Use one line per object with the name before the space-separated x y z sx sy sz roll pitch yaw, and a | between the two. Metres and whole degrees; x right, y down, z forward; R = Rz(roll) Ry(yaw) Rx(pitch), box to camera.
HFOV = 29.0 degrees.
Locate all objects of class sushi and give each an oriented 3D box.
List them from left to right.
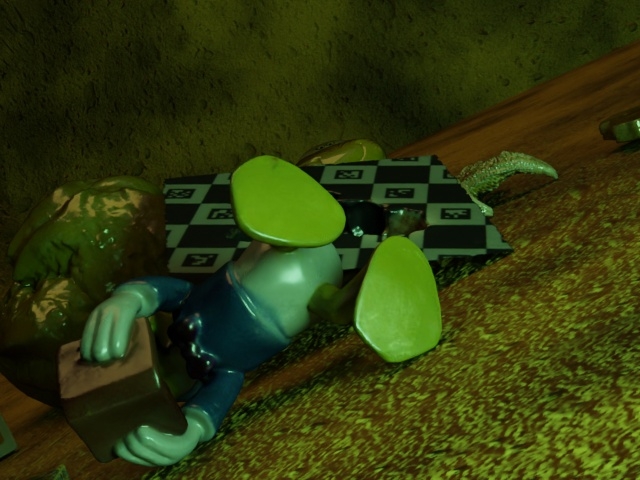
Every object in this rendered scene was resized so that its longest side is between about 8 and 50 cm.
sushi | 0.000 0.000 1.333 0.339 0.069 0.320 -6 23 -8

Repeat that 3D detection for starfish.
starfish | 0.192 -0.066 1.592 0.216 0.071 0.238 -30 11 15

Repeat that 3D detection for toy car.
toy car | 0.027 -0.084 1.912 0.200 0.142 0.248 -23 -11 -13

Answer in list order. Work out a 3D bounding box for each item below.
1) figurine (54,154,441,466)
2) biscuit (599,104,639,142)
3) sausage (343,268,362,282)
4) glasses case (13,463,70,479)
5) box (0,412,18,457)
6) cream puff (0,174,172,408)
figurine | -0.098 0.103 1.065 0.283 0.204 0.338 -37 -2 -30
biscuit | 0.453 -0.167 1.496 0.225 0.036 0.166 -23 6 1
sausage | -0.010 0.007 1.500 0.241 0.120 0.136 -28 13 -23
glasses case | -0.228 0.221 0.871 0.075 0.049 0.218 -19 6 1
box | -0.502 0.175 1.407 0.220 0.274 0.091 -32 11 -32
cream puff | -0.306 0.060 1.597 0.270 0.274 0.323 -21 0 -40
